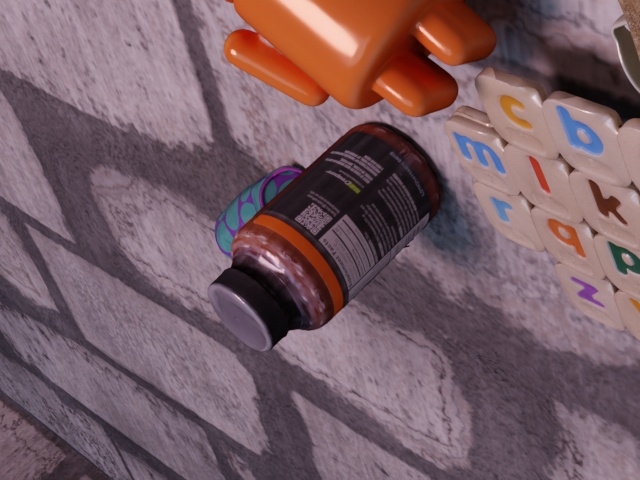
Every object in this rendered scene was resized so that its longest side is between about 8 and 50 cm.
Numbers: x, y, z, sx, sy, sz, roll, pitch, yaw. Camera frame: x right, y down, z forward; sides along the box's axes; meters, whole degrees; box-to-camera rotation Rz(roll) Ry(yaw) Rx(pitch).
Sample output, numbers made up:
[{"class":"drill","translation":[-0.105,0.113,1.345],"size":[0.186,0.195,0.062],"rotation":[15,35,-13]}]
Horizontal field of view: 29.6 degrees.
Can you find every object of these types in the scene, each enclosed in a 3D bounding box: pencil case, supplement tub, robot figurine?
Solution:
[{"class":"pencil case","translation":[-0.054,-0.021,1.188],"size":[0.151,0.064,0.070],"rotation":[-31,77,65]},{"class":"supplement tub","translation":[0.000,0.000,0.980],"size":[0.106,0.198,0.106],"rotation":[37,153,22]},{"class":"robot figurine","translation":[0.009,-0.173,0.794],"size":[0.219,0.128,0.158],"rotation":[43,154,10]}]

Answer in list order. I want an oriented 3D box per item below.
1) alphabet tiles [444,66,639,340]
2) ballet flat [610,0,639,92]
[{"class":"alphabet tiles","translation":[0.208,-0.004,0.814],"size":[0.284,0.021,0.278],"rotation":[29,161,42]},{"class":"ballet flat","translation":[0.181,-0.129,0.660],"size":[0.067,0.073,0.206],"rotation":[10,136,48]}]
